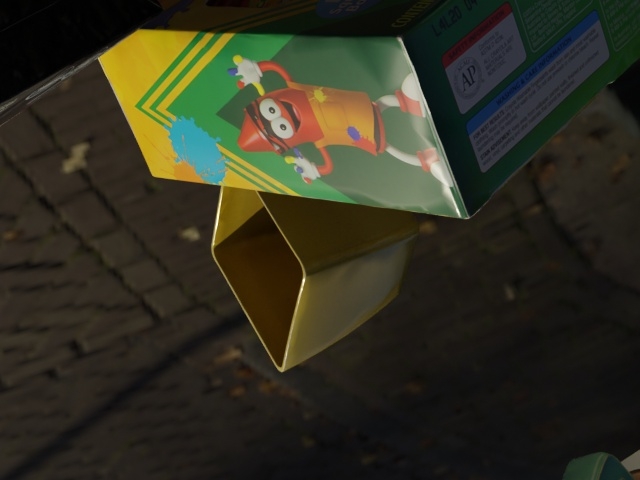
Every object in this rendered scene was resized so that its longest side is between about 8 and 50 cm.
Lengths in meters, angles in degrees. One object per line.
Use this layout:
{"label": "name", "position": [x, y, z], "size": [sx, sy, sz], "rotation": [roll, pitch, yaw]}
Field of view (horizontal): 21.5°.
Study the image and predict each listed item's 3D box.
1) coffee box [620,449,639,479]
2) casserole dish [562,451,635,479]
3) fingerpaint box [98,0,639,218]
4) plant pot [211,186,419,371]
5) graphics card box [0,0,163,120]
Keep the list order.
{"label": "coffee box", "position": [0.555, 0.379, 1.949], "size": [0.338, 0.334, 0.337], "rotation": [16, 135, -42]}
{"label": "casserole dish", "position": [0.271, 0.256, 1.552], "size": [0.037, 0.114, 0.188], "rotation": [-39, 180, 20]}
{"label": "fingerpaint box", "position": [0.092, -0.221, 1.402], "size": [0.445, 0.371, 0.163], "rotation": [-41, 122, -31]}
{"label": "plant pot", "position": [0.000, 0.000, 2.108], "size": [0.187, 0.212, 0.212], "rotation": [-17, 146, -24]}
{"label": "graphics card box", "position": [-0.316, -0.092, 1.258], "size": [0.371, 0.094, 0.233], "rotation": [-29, -173, 33]}
